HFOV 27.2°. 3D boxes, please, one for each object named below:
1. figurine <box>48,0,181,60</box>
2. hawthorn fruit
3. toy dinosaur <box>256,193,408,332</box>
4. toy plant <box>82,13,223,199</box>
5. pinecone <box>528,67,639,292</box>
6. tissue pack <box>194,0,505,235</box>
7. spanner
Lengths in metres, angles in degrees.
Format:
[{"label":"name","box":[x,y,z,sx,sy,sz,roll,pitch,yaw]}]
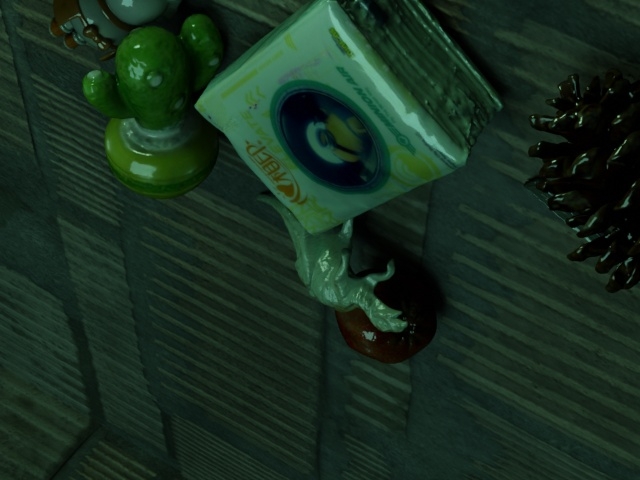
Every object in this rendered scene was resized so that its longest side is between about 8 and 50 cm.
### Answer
[{"label":"figurine","box":[-0.306,-0.354,1.999,0.271,0.143,0.143,-3,129,46]},{"label":"hawthorn fruit","box":[0.096,0.116,2.202,0.194,0.157,0.157,28,152,50]},{"label":"toy dinosaur","box":[0.000,0.000,2.134,0.393,0.092,0.205,24,118,38]},{"label":"toy plant","box":[-0.258,-0.219,2.067,0.316,0.224,0.184,95,151,-53]},{"label":"pinecone","box":[0.378,-0.069,1.597,0.309,0.244,0.244,50,152,18]},{"label":"tissue pack","box":[0.032,-0.191,1.852,0.287,0.162,0.388,49,147,-11]},{"label":"spanner","box":[0.416,0.019,1.864,0.325,0.026,0.093,40,149,0]}]
